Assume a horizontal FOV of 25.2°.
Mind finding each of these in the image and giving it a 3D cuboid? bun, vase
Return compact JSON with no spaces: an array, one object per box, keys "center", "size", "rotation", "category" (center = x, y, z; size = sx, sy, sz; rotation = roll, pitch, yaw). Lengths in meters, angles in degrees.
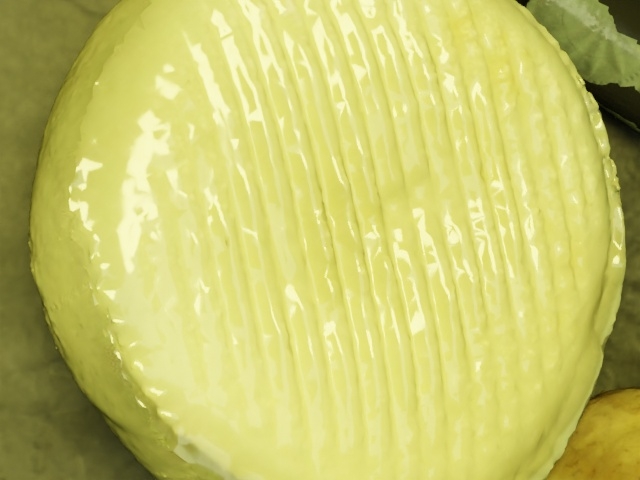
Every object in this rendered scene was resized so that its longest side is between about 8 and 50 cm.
[{"center":[0.000,0.000,0.649],"size":[0.287,0.146,0.287],"rotation":[1,88,-28],"category":"bun"},{"center":[0.187,-0.074,0.731],"size":[0.211,0.060,0.060],"rotation":[31,87,-14],"category":"vase"}]

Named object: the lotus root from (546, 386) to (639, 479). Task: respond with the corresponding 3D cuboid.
[{"center":[0.148,0.159,0.701],"size":[0.140,0.154,0.257],"rotation":[41,101,19],"category":"lotus root"}]
